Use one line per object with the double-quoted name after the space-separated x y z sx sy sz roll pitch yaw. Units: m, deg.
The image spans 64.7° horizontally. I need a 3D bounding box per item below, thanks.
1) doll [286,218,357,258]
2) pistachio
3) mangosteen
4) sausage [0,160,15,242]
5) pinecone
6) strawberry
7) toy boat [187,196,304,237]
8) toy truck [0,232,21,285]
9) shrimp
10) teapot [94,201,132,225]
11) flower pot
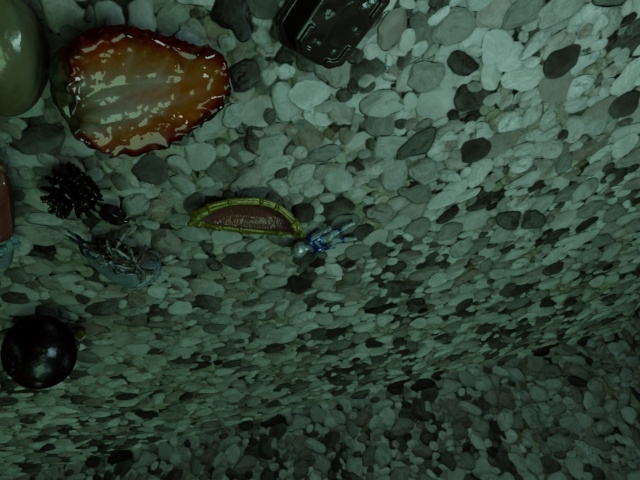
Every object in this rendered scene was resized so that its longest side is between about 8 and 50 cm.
0.000 0.000 1.560 0.227 0.057 0.114 -21 148 -6 "doll"
-0.574 -0.334 0.918 0.138 0.153 0.238 29 135 10 "pistachio"
-0.858 0.344 1.602 0.235 0.235 0.261 -43 167 31 "mangosteen"
-0.774 -0.086 1.148 0.148 0.148 0.254 3 133 -20 "sausage"
-0.582 -0.109 1.176 0.121 0.140 0.140 -47 153 -29 "pinecone"
-0.354 -0.316 1.010 0.336 0.149 0.265 -16 136 -15 "strawberry"
-0.202 -0.063 1.389 0.318 0.099 0.141 6 134 -19 "toy boat"
-0.884 0.075 1.321 0.256 0.108 0.140 -45 175 36 "toy truck"
-0.564 0.040 1.384 0.145 0.116 0.343 -25 147 13 "shrimp"
-0.541 -0.073 1.311 0.100 0.045 0.068 29 148 -20 "teapot"
0.035 -0.450 1.001 0.179 0.084 0.251 18 132 -34 "flower pot"
